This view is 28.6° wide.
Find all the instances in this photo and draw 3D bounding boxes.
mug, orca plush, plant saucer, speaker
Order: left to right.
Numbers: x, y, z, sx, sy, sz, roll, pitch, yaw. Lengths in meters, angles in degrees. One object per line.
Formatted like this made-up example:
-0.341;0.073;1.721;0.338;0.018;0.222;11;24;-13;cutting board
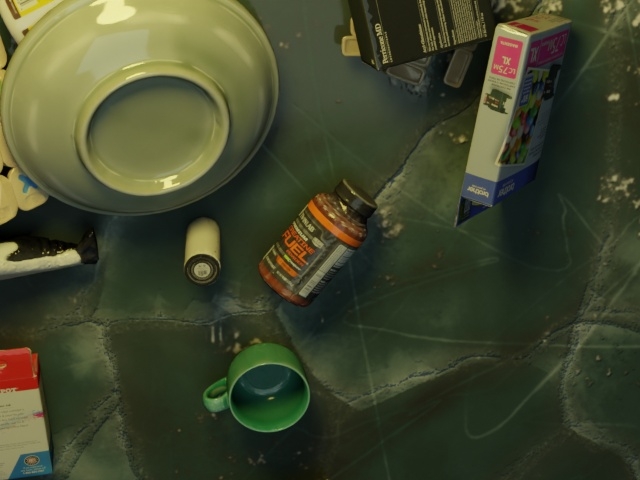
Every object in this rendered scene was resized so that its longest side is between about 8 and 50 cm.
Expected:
-0.479;0.003;1.862;0.287;0.151;0.102;-11;83;-1;orca plush
-0.240;-0.172;1.759;0.401;0.100;0.400;-12;133;-13;plant saucer
-0.177;0.015;1.894;0.055;0.136;0.055;-2;116;-4;speaker
-0.099;0.226;2.017;0.158;0.097;0.129;20;109;-16;mug

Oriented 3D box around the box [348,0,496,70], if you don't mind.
0.126;-0.392;1.764;0.184;0.103;0.261;-16;108;-10;box

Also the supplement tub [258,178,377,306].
0.000;0.000;1.933;0.106;0.106;0.198;35;103;-21;supplement tub

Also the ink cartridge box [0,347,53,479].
-0.503;0.261;1.978;0.134;0.078;0.231;-6;114;-7;ink cartridge box

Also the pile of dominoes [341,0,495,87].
0.154;-0.359;1.853;0.196;0.040;0.251;19;101;-15;pile of dominoes

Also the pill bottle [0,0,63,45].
-0.329;-0.345;1.725;0.215;0.117;0.117;-26;114;3;pill bottle

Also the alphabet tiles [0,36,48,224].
-0.487;-0.149;1.749;0.284;0.021;0.277;-33;122;-35;alphabet tiles

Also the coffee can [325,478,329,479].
-0.093;0.531;2.091;0.276;0.201;0.201;-14;114;-3;coffee can

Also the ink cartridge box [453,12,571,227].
0.287;-0.174;1.865;0.065;0.186;0.311;22;115;23;ink cartridge box
